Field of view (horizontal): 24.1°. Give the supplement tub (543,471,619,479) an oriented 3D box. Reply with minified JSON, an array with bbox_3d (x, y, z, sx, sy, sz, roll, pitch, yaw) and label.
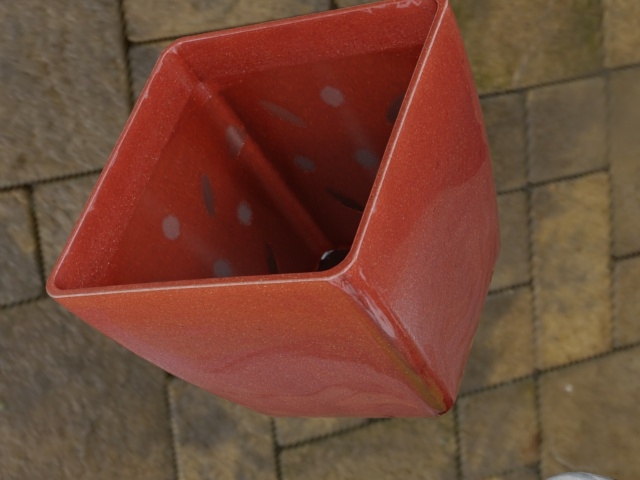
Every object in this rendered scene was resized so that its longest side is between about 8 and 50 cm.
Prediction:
[{"bbox_3d":[0.370,0.372,1.578,0.338,0.207,0.207,17,95,-27],"label":"supplement tub"}]

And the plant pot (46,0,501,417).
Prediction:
[{"bbox_3d":[0.000,0.000,1.162,0.235,0.267,0.267,53,45,-39],"label":"plant pot"}]
